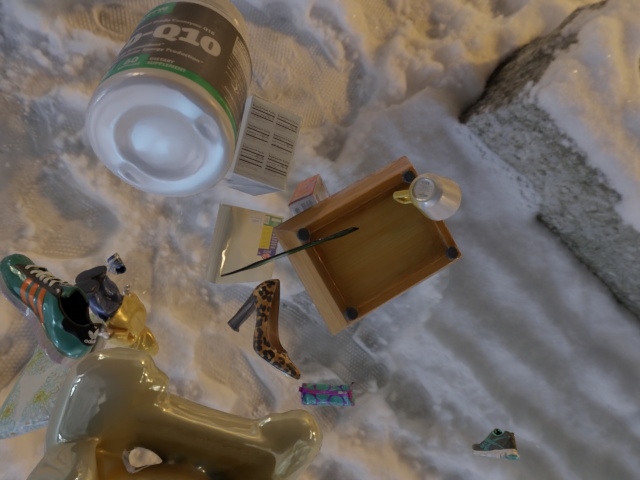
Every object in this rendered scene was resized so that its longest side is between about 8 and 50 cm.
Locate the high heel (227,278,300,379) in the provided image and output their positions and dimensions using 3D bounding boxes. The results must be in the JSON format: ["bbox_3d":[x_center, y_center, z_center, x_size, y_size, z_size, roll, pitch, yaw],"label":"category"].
[{"bbox_3d":[-0.108,0.235,1.338,0.261,0.093,0.186,39,85,18],"label":"high heel"}]

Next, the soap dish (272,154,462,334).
[{"bbox_3d":[0.095,0.007,0.895,0.291,0.118,0.228,-30,94,-7],"label":"soap dish"}]

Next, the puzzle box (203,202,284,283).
[{"bbox_3d":[-0.267,0.021,1.811,0.052,0.409,0.271,12,91,21],"label":"puzzle box"}]

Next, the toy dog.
[{"bbox_3d":[-0.148,0.344,0.358,0.395,0.408,0.285,-45,119,10],"label":"toy dog"}]

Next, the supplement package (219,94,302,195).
[{"bbox_3d":[-0.175,-0.238,1.285,0.149,0.194,0.203,17,82,-31],"label":"supplement package"}]

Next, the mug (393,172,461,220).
[{"bbox_3d":[0.145,-0.058,0.668,0.078,0.064,0.062,-37,66,23],"label":"mug"}]

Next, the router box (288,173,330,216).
[{"bbox_3d":[0.025,-0.021,1.571,0.082,0.301,0.335,-24,105,11],"label":"router box"}]

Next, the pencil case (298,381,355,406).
[{"bbox_3d":[0.020,0.427,1.367,0.152,0.070,0.064,-3,58,14],"label":"pencil case"}]

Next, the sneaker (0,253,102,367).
[{"bbox_3d":[-0.568,0.119,1.051,0.121,0.108,0.302,-46,73,6],"label":"sneaker"}]

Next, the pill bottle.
[{"bbox_3d":[-0.219,-0.256,0.796,0.204,0.204,0.361,15,43,-15],"label":"pill bottle"}]

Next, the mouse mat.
[{"bbox_3d":[-0.037,0.015,0.706,0.190,0.152,0.007,-19,89,9],"label":"mouse mat"}]

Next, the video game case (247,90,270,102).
[{"bbox_3d":[-0.154,-0.384,1.459,0.143,0.157,0.019,31,114,-15],"label":"video game case"}]

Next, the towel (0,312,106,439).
[{"bbox_3d":[-0.850,0.426,1.580,0.321,0.374,0.090,-24,129,23],"label":"towel"}]

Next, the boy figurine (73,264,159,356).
[{"bbox_3d":[-0.500,0.191,1.237,0.092,0.177,0.285,-14,128,10],"label":"boy figurine"}]

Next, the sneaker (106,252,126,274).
[{"bbox_3d":[-0.680,0.094,1.646,0.058,0.135,0.052,47,62,4],"label":"sneaker"}]

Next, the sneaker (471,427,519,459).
[{"bbox_3d":[0.469,0.545,1.322,0.065,0.166,0.076,17,65,-17],"label":"sneaker"}]
